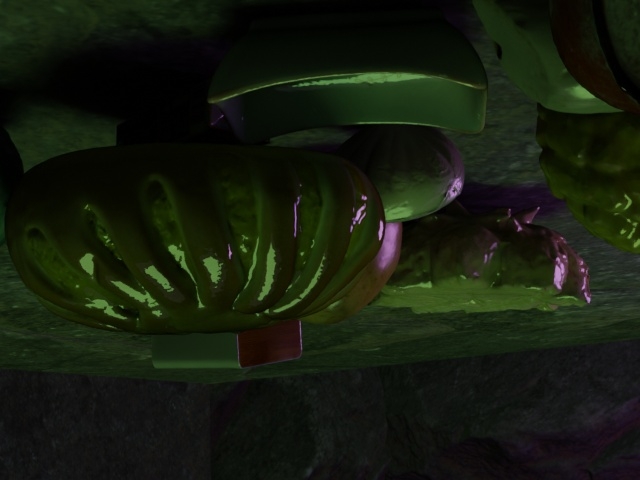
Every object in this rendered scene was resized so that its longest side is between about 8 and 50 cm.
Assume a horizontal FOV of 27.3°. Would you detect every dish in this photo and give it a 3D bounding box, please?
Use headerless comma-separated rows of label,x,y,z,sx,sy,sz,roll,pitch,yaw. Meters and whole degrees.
dish,0.024,-0.132,1.043,0.212,0.077,0.151,-3,171,6

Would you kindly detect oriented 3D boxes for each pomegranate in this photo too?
pomegranate,0.000,0.000,1.461,0.196,0.196,0.196,-2,169,0

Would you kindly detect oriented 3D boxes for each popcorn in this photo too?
popcorn,0.287,-0.088,1.045,0.200,0.226,0.203,-17,146,-28

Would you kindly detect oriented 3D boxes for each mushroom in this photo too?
mushroom,0.232,-0.144,0.923,0.246,0.108,0.096,-5,142,14

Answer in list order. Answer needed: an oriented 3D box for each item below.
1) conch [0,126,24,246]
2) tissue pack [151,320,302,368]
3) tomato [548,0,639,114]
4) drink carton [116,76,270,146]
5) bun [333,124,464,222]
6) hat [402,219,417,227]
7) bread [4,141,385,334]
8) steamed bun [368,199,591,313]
conch,-0.377,-0.055,1.180,0.220,0.195,0.277,-5,-157,46
tissue pack,-0.135,0.103,1.923,0.135,0.160,0.246,-4,179,19
tomato,0.230,-0.157,0.797,0.214,0.181,0.155,9,-176,-16
drink carton,-0.122,-0.102,1.234,0.071,0.056,0.165,15,160,-37
bun,0.069,-0.081,1.294,0.138,0.094,0.138,-11,-157,4
hat,0.075,0.006,1.820,0.147,0.085,0.175,-24,154,-22
bread,-0.108,0.003,1.158,0.332,0.160,0.333,-3,175,0
steamed bun,0.195,0.018,1.695,0.295,0.137,0.292,-1,170,23
